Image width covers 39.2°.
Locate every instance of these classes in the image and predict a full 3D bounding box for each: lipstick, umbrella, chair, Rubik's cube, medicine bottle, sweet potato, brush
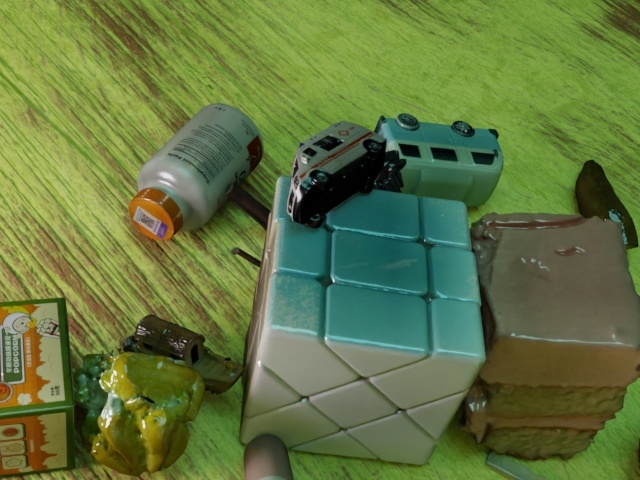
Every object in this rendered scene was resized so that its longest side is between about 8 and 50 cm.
[{"bbox_3d":[-0.070,0.349,1.257,0.070,0.070,0.254,9,7,-7],"label":"lipstick"},{"bbox_3d":[0.070,-0.144,1.769,0.122,0.110,0.272,-41,27,-6],"label":"umbrella"},{"bbox_3d":[0.000,0.000,1.666,0.326,0.183,0.176,42,28,-42],"label":"chair"},{"bbox_3d":[0.053,0.129,1.420,0.321,0.319,0.316,9,47,-6],"label":"Rubik's cube"},{"bbox_3d":[-0.237,-0.122,1.681,0.157,0.157,0.289,27,48,10],"label":"medicine bottle"},{"bbox_3d":[0.600,-0.078,1.930,0.112,0.085,0.286,37,26,-28],"label":"sweet potato"},{"bbox_3d":[0.352,0.396,1.460,0.178,0.030,0.033,24,53,21],"label":"brush"}]

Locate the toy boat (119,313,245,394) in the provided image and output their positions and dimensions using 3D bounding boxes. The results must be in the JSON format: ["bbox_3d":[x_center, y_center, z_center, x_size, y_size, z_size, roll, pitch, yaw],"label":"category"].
[{"bbox_3d":[-0.222,0.179,1.434,0.225,0.088,0.068,17,39,27],"label":"toy boat"}]

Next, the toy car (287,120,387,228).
[{"bbox_3d":[0.007,-0.105,1.346,0.108,0.089,0.209,34,45,22],"label":"toy car"}]

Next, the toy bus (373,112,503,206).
[{"bbox_3d":[0.243,-0.153,1.845,0.271,0.133,0.165,4,44,-18],"label":"toy bus"}]

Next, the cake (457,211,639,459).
[{"bbox_3d":[0.348,0.154,1.485,0.293,0.307,0.314,5,47,-9],"label":"cake"}]

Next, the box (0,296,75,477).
[{"bbox_3d":[-0.436,0.214,1.306,0.148,0.178,0.195,-3,50,-17],"label":"box"}]

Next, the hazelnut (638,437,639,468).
[{"bbox_3d":[0.638,0.327,1.445,0.261,0.261,0.241,-35,100,-37],"label":"hazelnut"}]

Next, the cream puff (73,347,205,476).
[{"bbox_3d":[-0.264,0.254,1.321,0.194,0.221,0.195,3,83,-27],"label":"cream puff"}]
